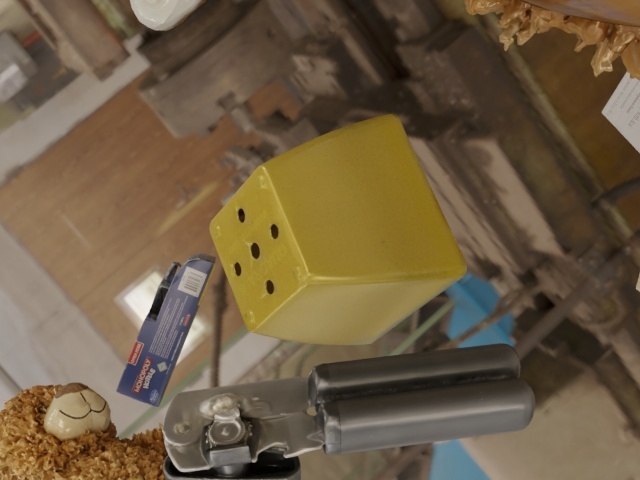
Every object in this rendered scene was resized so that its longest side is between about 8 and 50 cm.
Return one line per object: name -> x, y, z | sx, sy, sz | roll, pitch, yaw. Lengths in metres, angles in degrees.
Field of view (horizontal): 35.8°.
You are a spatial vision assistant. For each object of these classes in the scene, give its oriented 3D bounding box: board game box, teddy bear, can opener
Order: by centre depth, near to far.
can opener -> 0.019, 0.144, 0.765 | 0.076, 0.283, 0.095 | -103, 10, -50
teddy bear -> -0.168, 0.245, 0.908 | 0.338, 0.245, 0.113 | 53, 144, 29
board game box -> -0.200, 0.104, 1.313 | 0.060, 0.194, 0.194 | 22, 179, -7

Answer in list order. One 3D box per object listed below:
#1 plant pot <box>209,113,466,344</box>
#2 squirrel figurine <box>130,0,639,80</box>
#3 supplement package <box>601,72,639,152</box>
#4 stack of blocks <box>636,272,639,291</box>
plant pot -> 0.000, 0.000, 1.133 | 0.212, 0.187, 0.212 | -43, 63, 47
squirrel figurine -> 0.093, -0.157, 0.376 | 0.370, 0.281, 0.397 | 2, 168, 33
supplement package -> 0.588, -0.164, 1.434 | 0.293, 0.175, 0.177 | 51, 169, 14
stack of blocks -> 0.485, -0.065, 1.129 | 0.087, 0.297, 0.171 | 30, 143, 31
